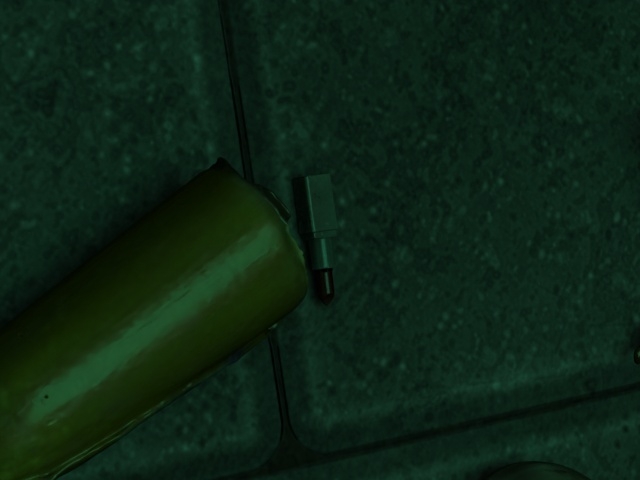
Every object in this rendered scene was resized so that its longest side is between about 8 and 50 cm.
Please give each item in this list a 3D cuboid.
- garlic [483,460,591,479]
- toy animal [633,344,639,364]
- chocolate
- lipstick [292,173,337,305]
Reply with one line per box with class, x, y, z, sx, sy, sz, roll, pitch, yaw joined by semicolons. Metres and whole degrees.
garlic;0.254;0.309;1.701;0.267;0.148;0.128;20;41;-22
toy animal;0.445;0.109;1.836;0.241;0.057;0.099;-21;97;-29
chocolate;-0.212;0.114;1.439;0.445;0.162;0.162;-38;104;-21
lipstick;0.000;0.000;1.614;0.030;0.030;0.129;-8;90;-29
